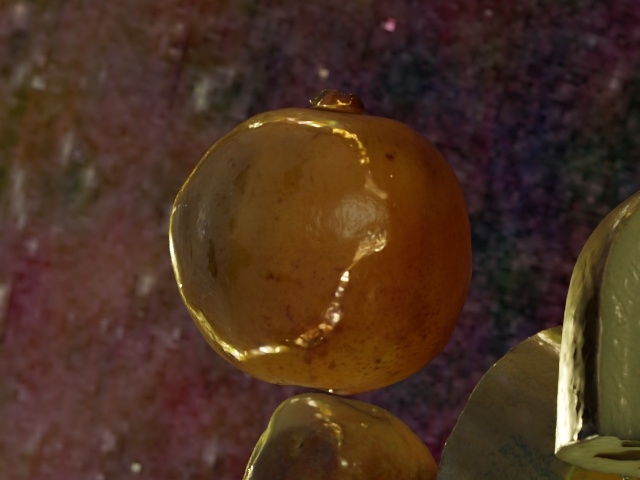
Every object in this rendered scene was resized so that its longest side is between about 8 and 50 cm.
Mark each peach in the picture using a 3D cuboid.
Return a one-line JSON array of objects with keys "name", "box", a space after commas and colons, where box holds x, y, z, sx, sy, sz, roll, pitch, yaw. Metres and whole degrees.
[{"name": "peach", "box": [0.029, 0.288, 2.118, 0.214, 0.235, 0.214, 15, -90, -89]}]

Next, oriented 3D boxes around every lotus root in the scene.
[{"name": "lotus root", "box": [0.315, 0.075, 1.584, 0.149, 0.267, 0.260, 144, 132, -59]}]

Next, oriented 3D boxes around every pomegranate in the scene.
[{"name": "pomegranate", "box": [0.000, 0.000, 1.540, 0.264, 0.264, 0.264, -29, 55, 52]}]

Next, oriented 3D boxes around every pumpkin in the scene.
[{"name": "pumpkin", "box": [0.300, 0.261, 1.826, 0.199, 0.332, 0.332, 13, 90, 64]}]
